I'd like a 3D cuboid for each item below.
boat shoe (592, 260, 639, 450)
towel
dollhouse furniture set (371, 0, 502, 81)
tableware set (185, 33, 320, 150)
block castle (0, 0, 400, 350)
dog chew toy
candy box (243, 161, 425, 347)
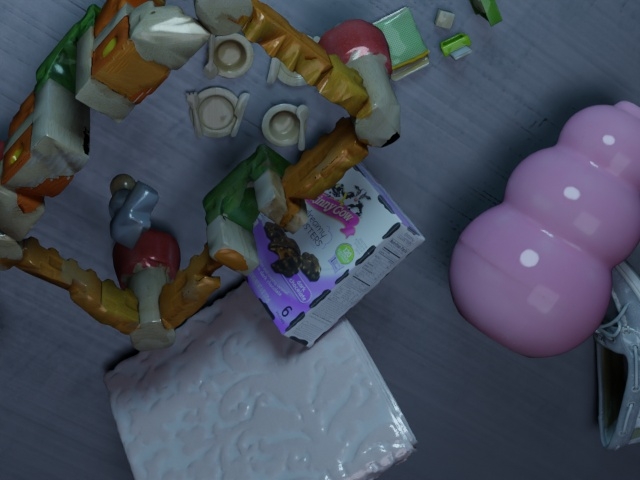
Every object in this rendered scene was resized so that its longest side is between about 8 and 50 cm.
[{"bbox_3d":[0.415,0.159,1.478,0.103,0.118,0.320,-22,123,-4],"label":"boat shoe"},{"bbox_3d":[-0.088,0.211,1.318,0.332,0.317,0.053,-32,145,6],"label":"towel"},{"bbox_3d":[0.135,-0.245,1.272,0.151,0.058,0.076,-26,116,2],"label":"dollhouse furniture set"},{"bbox_3d":[-0.076,-0.182,1.286,0.168,0.020,0.141,4,114,-12],"label":"tableware set"},{"bbox_3d":[-0.162,-0.117,1.186,0.303,0.213,0.453,32,117,-33],"label":"block castle"},{"bbox_3d":[0.305,-0.021,1.336,0.206,0.206,0.332,28,98,-20],"label":"dog chew toy"},{"bbox_3d":[0.000,0.000,1.298,0.196,0.165,0.070,-44,145,10],"label":"candy box"}]
